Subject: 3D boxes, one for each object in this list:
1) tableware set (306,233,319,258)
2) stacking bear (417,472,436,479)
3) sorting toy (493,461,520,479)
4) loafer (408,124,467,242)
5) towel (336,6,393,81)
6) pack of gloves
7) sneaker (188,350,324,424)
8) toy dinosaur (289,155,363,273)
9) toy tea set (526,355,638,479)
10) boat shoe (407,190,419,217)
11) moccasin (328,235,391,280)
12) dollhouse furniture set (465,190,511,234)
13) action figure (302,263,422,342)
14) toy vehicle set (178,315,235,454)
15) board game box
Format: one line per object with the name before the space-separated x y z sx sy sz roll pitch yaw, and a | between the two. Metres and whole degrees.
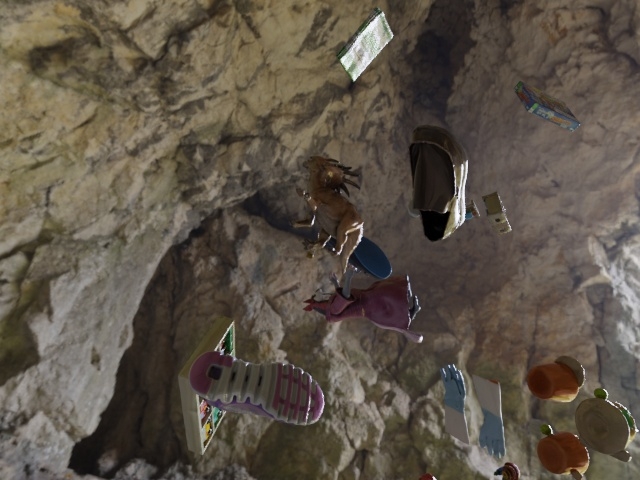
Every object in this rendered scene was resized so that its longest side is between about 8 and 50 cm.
tableware set | 0.000 0.000 1.451 0.024 0.154 0.104 32 -32 8
stacking bear | 0.310 0.699 0.937 0.289 0.175 0.164 22 -34 53
sorting toy | 0.512 0.658 1.183 0.042 0.101 0.061 -10 23 -24
loafer | 0.306 -0.130 1.120 0.134 0.130 0.365 11 -37 37
towel | 0.113 -0.479 1.060 0.023 0.152 0.113 45 9 29
pack of gloves | 0.412 0.444 1.141 0.046 0.231 0.195 -15 13 -29
sneaker | -0.112 0.268 0.753 0.237 0.095 0.104 17 -41 -4
toy dinosaur | 0.039 -0.074 1.041 0.127 0.200 0.295 -20 -77 57
toy tea set | 0.483 0.370 0.740 0.124 0.335 0.200 7 -20 -24
boat shoe | 0.288 -0.103 1.286 0.049 0.142 0.040 11 -53 10
moccasin | 0.158 0.044 1.824 0.342 0.138 0.116 45 -30 14
dollhouse furniture set | 0.693 -0.094 1.833 0.184 0.129 0.129 -21 -51 26
action figure | 0.126 0.217 1.425 0.371 0.275 0.248 -10 -7 2
toy vehicle set | -0.234 0.311 0.916 0.035 0.166 0.266 15 -53 9
board game box | 0.744 -0.443 1.410 0.201 0.136 0.035 15 -44 -19
